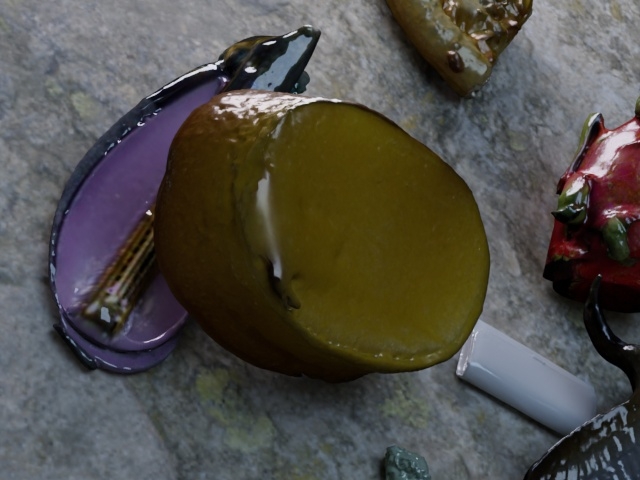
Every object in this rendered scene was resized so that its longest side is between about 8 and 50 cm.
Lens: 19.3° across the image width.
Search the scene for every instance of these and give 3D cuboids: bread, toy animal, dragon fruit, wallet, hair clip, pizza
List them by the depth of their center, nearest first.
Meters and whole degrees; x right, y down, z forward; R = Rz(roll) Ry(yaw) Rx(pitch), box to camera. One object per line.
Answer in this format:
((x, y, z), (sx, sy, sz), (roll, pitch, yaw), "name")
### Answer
((0.000, 0.000, 1.356), (0.269, 0.142, 0.195), (29, 70, -38), "bread")
((-0.105, -0.048, 1.414), (0.359, 0.095, 0.110), (-55, 134, -34), "hair clip")
((0.276, 0.118, 1.471), (0.272, 0.160, 0.197), (-22, 106, -53), "toy animal")
((0.168, 0.113, 1.510), (0.122, 0.025, 0.061), (30, 43, -13), "wallet")
((0.264, -0.034, 1.576), (0.166, 0.160, 0.172), (30, 64, -45), "dragon fruit")
((0.130, -0.211, 1.674), (0.161, 0.062, 0.182), (-1, 60, -36), "pizza")

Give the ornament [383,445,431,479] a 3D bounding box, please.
((0.069, 0.199, 1.375), (0.068, 0.041, 0.092), (33, 47, -15), "ornament")
